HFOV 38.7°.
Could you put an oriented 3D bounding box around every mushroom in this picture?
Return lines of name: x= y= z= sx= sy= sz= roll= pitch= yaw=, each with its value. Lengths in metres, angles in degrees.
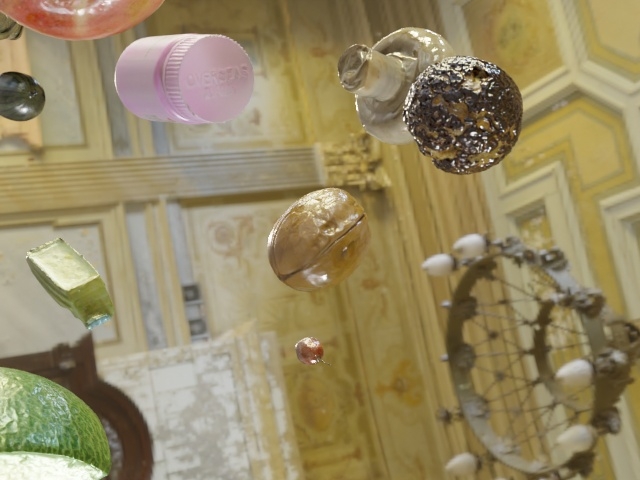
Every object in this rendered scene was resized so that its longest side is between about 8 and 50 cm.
mushroom: x=0.166 y=-0.390 z=2.165 sx=0.292 sy=0.290 sz=0.293 roll=-21 pitch=-120 yaw=42

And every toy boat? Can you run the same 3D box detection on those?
toy boat: x=-0.572 y=0.084 z=2.072 sx=0.276 sy=0.111 sz=0.084 roll=41 pitch=-35 yaw=31

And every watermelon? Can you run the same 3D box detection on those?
watermelon: x=-0.455 y=-0.216 z=1.369 sx=0.110 sy=0.078 sz=0.078 roll=19 pitch=-67 yaw=51

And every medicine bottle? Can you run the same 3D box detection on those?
medicine bottle: x=-0.277 y=-0.324 z=1.834 sx=0.290 sy=0.178 sz=0.178 roll=13 pitch=-73 yaw=52

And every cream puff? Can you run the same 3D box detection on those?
cream puff: x=0.275 y=-0.236 z=1.780 sx=0.239 sy=0.165 sz=0.239 roll=19 pitch=-38 yaw=16

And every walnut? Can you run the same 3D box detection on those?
walnut: x=0.000 y=0.000 z=1.656 sx=0.167 sy=0.207 sz=0.167 roll=42 pitch=-22 yaw=21

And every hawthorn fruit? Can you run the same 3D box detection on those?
hawthorn fruit: x=-0.013 y=0.268 z=2.112 sx=0.103 sy=0.066 sz=0.067 roll=40 pitch=-49 yaw=36

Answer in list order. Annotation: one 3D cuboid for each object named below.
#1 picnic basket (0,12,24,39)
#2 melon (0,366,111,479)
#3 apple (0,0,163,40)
picnic basket: x=-0.591 y=-0.503 z=1.627 sx=0.139 sy=0.165 sz=0.267 roll=-141 pitch=-110 yaw=-82
melon: x=-0.553 y=0.321 z=1.563 sx=0.343 sy=0.331 sz=0.226 roll=50 pitch=-46 yaw=49
apple: x=-0.375 y=-0.494 z=1.376 sx=0.364 sy=0.364 sz=0.364 roll=20 pitch=-67 yaw=58
